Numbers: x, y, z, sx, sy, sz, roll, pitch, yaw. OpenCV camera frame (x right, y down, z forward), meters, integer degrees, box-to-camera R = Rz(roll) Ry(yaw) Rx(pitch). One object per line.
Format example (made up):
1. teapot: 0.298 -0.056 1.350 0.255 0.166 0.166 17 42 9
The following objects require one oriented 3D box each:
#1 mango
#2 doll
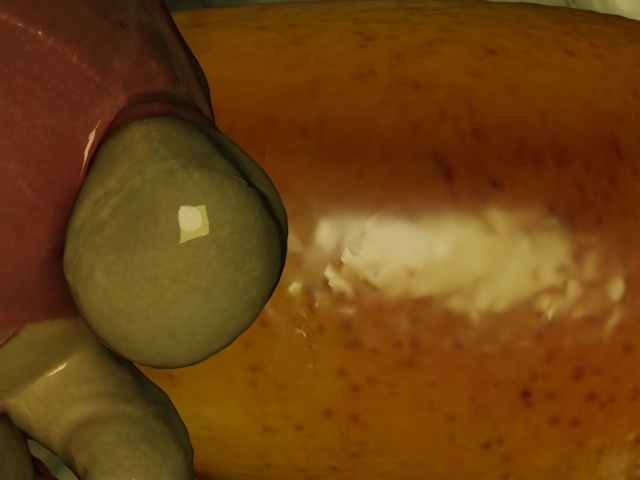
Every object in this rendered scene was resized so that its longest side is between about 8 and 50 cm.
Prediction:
1. mango: 0.000 0.000 0.571 0.350 0.199 0.201 6 58 -4
2. doll: -0.127 0.034 0.425 0.196 0.152 0.256 46 121 17
